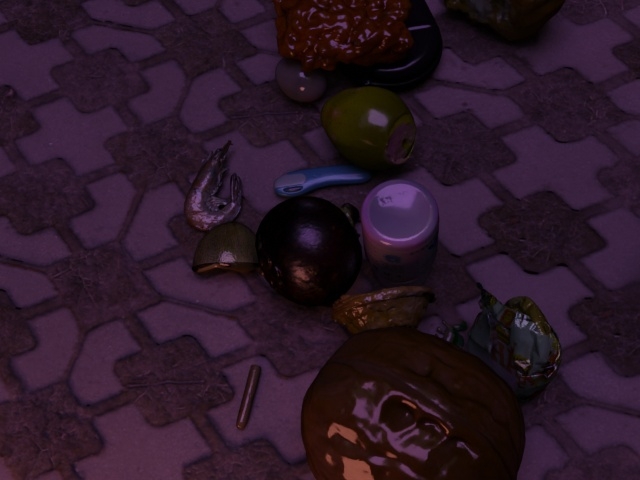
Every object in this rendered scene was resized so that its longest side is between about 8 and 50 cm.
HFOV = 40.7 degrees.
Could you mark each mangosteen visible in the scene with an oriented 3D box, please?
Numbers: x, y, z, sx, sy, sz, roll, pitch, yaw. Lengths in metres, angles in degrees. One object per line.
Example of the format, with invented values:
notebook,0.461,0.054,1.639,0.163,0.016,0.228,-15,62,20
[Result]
mangosteen,0.000,0.000,1.763,0.231,0.231,0.289,35,51,20

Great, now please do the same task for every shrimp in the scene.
shrimp,-0.224,-0.121,1.930,0.126,0.047,0.223,18,73,6

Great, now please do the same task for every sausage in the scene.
sausage,-0.144,0.312,1.724,0.024,0.024,0.132,9,65,10

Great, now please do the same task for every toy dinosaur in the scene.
toy dinosaur,0.258,0.209,1.733,0.061,0.029,0.119,20,69,-4

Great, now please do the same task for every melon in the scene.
melon,-0.203,0.012,1.843,0.160,0.079,0.128,-4,70,5

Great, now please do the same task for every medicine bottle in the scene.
medicine bottle,0.159,-0.002,1.716,0.152,0.254,0.151,-2,63,5

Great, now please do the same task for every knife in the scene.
knife,0.005,-0.135,1.921,0.222,0.031,0.064,-9,60,-2

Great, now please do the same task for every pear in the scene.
pear,0.100,-0.251,1.885,0.220,0.187,0.187,27,68,41

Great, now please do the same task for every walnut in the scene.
walnut,0.164,0.336,1.521,0.398,0.308,0.354,26,69,14

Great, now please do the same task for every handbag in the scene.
handbag,0.150,-0.487,2.040,0.254,0.093,0.307,-18,64,-4

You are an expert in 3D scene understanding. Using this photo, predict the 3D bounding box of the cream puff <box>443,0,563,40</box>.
cream puff,0.451,-0.624,1.982,0.270,0.323,0.274,28,80,-6

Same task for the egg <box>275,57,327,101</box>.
egg,-0.046,-0.376,2.001,0.135,0.103,0.103,32,71,25

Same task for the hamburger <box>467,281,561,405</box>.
hamburger,0.365,0.182,1.636,0.125,0.214,0.235,-13,58,-13

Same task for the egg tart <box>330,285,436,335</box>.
egg tart,0.124,0.144,1.686,0.213,0.212,0.090,-9,78,2

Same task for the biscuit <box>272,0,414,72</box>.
biscuit,0.043,-0.527,1.958,0.318,0.110,0.311,-8,62,0

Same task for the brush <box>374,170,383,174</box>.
brush,0.157,-0.175,1.935,0.084,0.013,0.016,-33,63,-11
